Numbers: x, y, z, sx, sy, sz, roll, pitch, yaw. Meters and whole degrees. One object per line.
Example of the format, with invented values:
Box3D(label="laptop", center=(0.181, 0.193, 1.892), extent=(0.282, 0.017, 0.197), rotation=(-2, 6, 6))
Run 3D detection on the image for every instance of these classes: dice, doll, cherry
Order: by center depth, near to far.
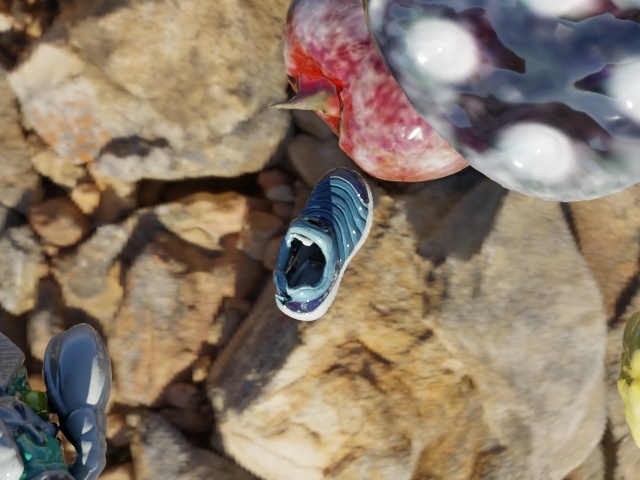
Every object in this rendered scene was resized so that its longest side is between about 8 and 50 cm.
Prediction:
Box3D(label="dice", center=(0.146, -0.144, 0.728), extent=(0.182, 0.181, 0.183), rotation=(46, 140, -14))
Box3D(label="doll", center=(-0.264, 0.163, 1.230), extent=(0.258, 0.195, 0.153), rotation=(39, 114, 11))
Box3D(label="cherry", center=(0.096, -0.180, 1.240), extent=(0.300, 0.203, 0.230), rotation=(-34, 69, -7))

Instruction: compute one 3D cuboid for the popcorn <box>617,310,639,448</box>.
Box3D(label="popcorn", center=(0.446, 0.165, 1.173), extent=(0.349, 0.349, 0.382), rotation=(-17, 70, 18))

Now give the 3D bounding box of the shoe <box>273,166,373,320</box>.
Box3D(label="shoe", center=(0.000, 0.000, 1.702), extent=(0.091, 0.106, 0.207), rotation=(20, 78, 15))
